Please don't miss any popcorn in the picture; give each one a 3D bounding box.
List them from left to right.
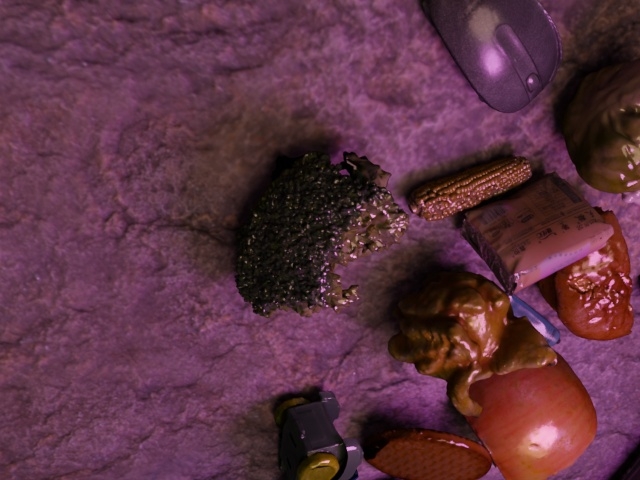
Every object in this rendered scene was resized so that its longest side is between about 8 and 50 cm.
[{"bbox_3d":[0.310,0.229,1.719,0.290,0.321,0.325,6,94,-23],"label":"popcorn"}]

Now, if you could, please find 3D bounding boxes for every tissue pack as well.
[{"bbox_3d":[0.465,-0.025,1.692,0.257,0.215,0.123,-27,146,-8],"label":"tissue pack"}]

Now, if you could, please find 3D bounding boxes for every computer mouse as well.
[{"bbox_3d":[0.356,-0.395,1.551,0.374,0.114,0.203,38,97,-31],"label":"computer mouse"}]

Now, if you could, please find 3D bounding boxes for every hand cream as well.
[{"bbox_3d":[0.521,0.208,1.950,0.224,0.048,0.083,31,101,-23],"label":"hand cream"}]

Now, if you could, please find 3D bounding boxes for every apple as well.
[{"bbox_3d":[0.535,0.437,1.985,0.309,0.314,0.252,-34,163,3],"label":"apple"}]

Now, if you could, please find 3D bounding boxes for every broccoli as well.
[{"bbox_3d":[-0.005,-0.009,1.527,0.318,0.277,0.338,-24,131,-30],"label":"broccoli"}]

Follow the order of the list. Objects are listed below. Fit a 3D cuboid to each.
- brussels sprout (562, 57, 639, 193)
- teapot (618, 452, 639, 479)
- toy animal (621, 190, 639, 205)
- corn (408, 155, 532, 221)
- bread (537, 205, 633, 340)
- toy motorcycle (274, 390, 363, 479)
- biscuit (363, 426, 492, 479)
[{"bbox_3d":[0.650,-0.254,1.640,0.243,0.273,0.316,23,101,-4],"label":"brussels sprout"},{"bbox_3d":[0.984,0.774,2.275,0.362,0.305,0.376,-38,151,11],"label":"teapot"},{"bbox_3d":[0.877,-0.072,1.880,0.363,0.180,0.181,37,92,-8],"label":"toy animal"},{"bbox_3d":[0.325,-0.113,1.695,0.288,0.086,0.086,-20,120,-10],"label":"corn"},{"bbox_3d":[0.613,0.088,1.840,0.179,0.194,0.339,-19,118,-4],"label":"bread"},{"bbox_3d":[0.000,0.525,1.844,0.200,0.191,0.326,-11,133,-19],"label":"toy motorcycle"},{"bbox_3d":[0.262,0.532,1.912,0.318,0.040,0.317,7,146,5],"label":"biscuit"}]
